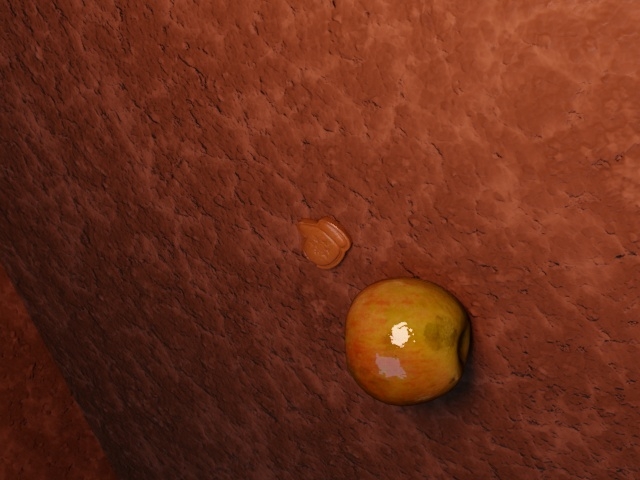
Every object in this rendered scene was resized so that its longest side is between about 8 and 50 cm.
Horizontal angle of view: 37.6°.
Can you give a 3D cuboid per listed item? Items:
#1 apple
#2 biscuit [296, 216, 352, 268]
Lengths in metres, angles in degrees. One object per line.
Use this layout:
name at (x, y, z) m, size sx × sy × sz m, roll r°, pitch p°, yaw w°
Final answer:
apple at (0.169, 0.187, 1.772) m, size 0.226 × 0.246 × 0.246 m, roll -8°, pitch 120°, yaw 24°
biscuit at (-0.001, 0.001, 1.883) m, size 0.118 × 0.023 × 0.140 m, roll 39°, pitch 142°, yaw 7°
